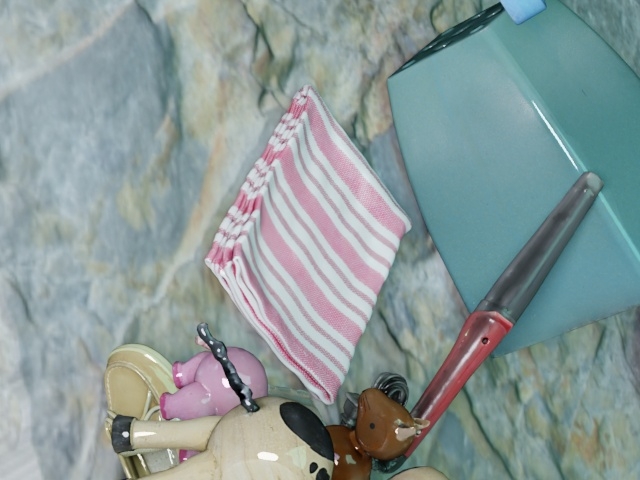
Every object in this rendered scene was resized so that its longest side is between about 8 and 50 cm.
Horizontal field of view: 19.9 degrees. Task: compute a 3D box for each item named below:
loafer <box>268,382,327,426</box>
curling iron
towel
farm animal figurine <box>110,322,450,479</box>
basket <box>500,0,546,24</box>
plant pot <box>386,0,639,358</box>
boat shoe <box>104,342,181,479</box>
[{"bbox_3d":[-0.041,0.109,1.192,0.125,0.045,0.039,24,43,-53],"label":"loafer"},{"bbox_3d":[0.112,0.057,1.287,0.274,0.035,0.068,-46,133,-10],"label":"curling iron"},{"bbox_3d":[0.000,0.000,1.288,0.144,0.029,0.197,53,42,-27],"label":"towel"},{"bbox_3d":[0.023,0.210,1.033,0.330,0.172,0.326,18,65,-74],"label":"farm animal figurine"},{"bbox_3d":[0.079,-0.300,1.325,0.254,0.201,0.289,57,10,-21],"label":"basket"},{"bbox_3d":[0.168,-0.065,1.425,0.234,0.166,0.165,57,40,-9],"label":"plant pot"},{"bbox_3d":[-0.096,0.137,1.098,0.048,0.056,0.153,-36,113,-56],"label":"boat shoe"}]
